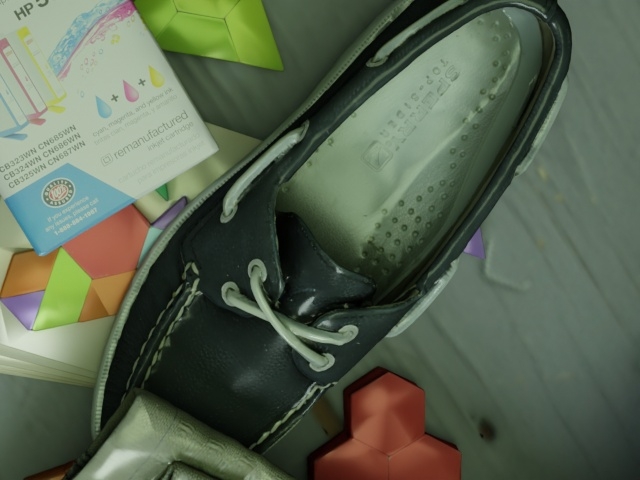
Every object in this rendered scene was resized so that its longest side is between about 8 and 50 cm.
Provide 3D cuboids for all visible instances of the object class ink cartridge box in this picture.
[{"bbox_3d":[-0.122,-0.078,0.703,0.092,0.090,0.143,-32,97,-5],"label":"ink cartridge box"}]

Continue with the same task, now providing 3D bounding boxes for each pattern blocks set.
[{"bbox_3d":[-0.078,0.011,0.782,0.325,0.026,0.285,2,99,-9],"label":"pattern blocks set"}]

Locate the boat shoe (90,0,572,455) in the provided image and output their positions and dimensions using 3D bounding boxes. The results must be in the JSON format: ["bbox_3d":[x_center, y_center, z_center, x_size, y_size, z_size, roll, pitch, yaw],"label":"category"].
[{"bbox_3d":[0.000,0.000,0.730,0.114,0.091,0.302,33,93,-13],"label":"boat shoe"}]

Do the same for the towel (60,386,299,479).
[{"bbox_3d":[-0.049,0.263,0.771,0.324,0.056,0.312,34,112,-12],"label":"towel"}]
